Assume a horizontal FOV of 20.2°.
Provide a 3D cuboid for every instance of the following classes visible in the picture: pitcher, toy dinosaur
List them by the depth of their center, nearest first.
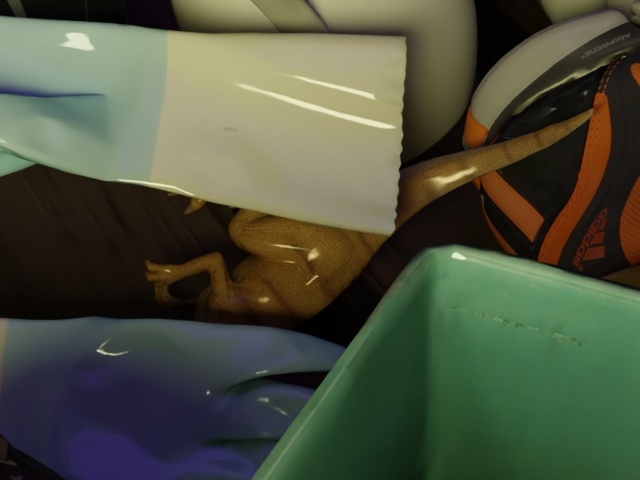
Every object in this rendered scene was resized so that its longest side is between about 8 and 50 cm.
[{"bbox_3d":[0.000,0.000,0.724,0.211,0.064,0.112,-36,46,-8],"label":"toy dinosaur"},{"bbox_3d":[-0.015,-0.115,0.754,0.125,0.207,0.178,-23,32,15],"label":"pitcher"}]

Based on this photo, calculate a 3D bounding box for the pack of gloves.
[{"bbox_3d":[-0.089,0.003,0.647,0.232,0.046,0.195,3,72,3],"label":"pack of gloves"}]

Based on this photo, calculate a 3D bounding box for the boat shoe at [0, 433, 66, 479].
[{"bbox_3d":[-0.092,0.097,0.465,0.091,0.109,0.305,-10,2,-29],"label":"boat shoe"}]

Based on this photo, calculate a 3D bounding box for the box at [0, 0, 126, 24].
[{"bbox_3d":[-0.197,-0.105,0.799,0.207,0.153,0.108,-24,41,-33],"label":"box"}]

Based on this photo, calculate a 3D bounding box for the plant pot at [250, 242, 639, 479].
[{"bbox_3d":[0.062,0.155,0.354,0.165,0.234,0.166,15,38,20],"label":"plant pot"}]

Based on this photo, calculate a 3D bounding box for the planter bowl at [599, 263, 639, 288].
[{"bbox_3d":[0.153,0.100,0.560,0.217,0.090,0.217,0,34,0],"label":"planter bowl"}]

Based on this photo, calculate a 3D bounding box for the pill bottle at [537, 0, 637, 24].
[{"bbox_3d":[0.164,-0.180,0.894,0.162,0.162,0.278,-8,41,-12],"label":"pill bottle"}]

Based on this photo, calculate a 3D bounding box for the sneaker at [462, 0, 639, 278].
[{"bbox_3d":[0.226,-0.050,0.709,0.321,0.124,0.180,-29,39,4],"label":"sneaker"}]
